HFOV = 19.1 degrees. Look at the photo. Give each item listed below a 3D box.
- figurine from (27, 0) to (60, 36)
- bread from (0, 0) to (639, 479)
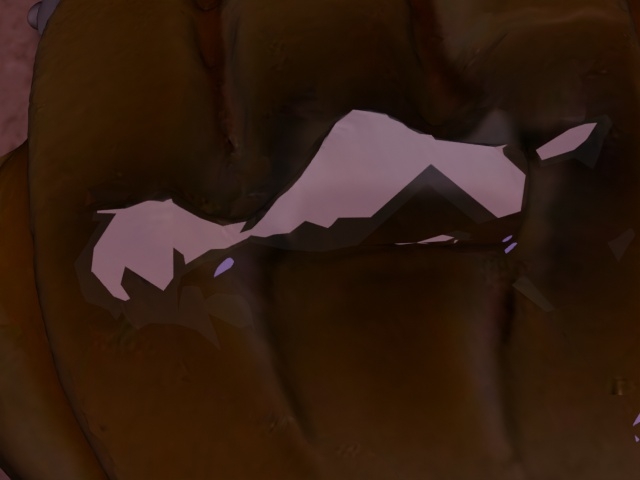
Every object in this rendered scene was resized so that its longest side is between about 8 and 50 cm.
[{"bbox_3d":[-0.105,-0.124,0.961,0.094,0.082,0.086,-16,82,7],"label":"figurine"},{"bbox_3d":[0.000,0.000,0.810,0.341,0.210,0.300,0,69,5],"label":"bread"}]
